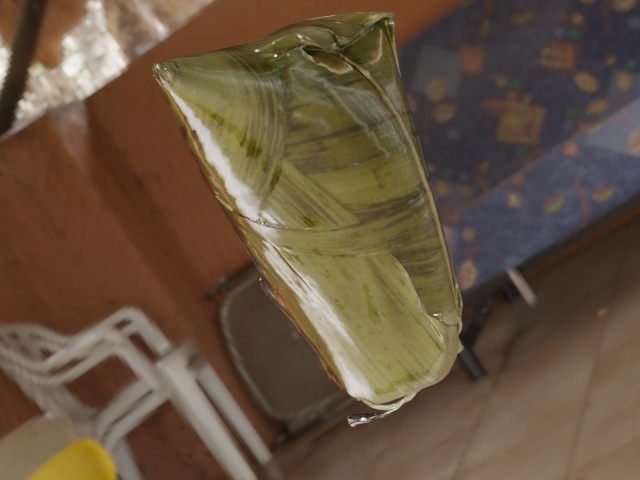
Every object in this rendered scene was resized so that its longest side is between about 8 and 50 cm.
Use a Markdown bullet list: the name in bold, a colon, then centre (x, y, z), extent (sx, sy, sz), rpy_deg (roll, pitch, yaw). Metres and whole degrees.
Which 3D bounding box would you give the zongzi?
- **zongzi**: centre (0.000, 0.003, 0.632), extent (0.094, 0.205, 0.204), rpy_deg (-14, 6, 17)
